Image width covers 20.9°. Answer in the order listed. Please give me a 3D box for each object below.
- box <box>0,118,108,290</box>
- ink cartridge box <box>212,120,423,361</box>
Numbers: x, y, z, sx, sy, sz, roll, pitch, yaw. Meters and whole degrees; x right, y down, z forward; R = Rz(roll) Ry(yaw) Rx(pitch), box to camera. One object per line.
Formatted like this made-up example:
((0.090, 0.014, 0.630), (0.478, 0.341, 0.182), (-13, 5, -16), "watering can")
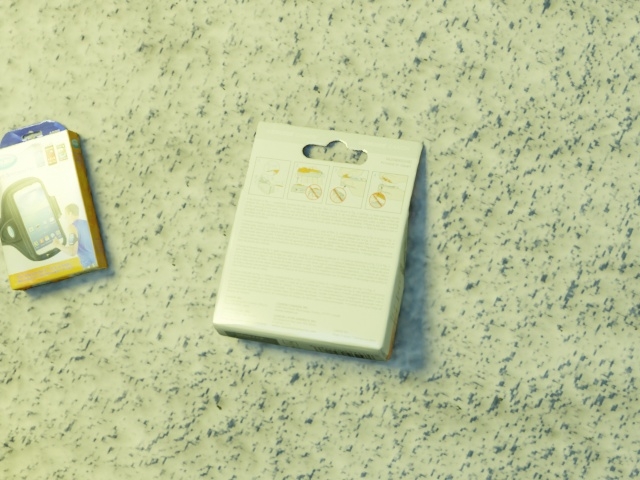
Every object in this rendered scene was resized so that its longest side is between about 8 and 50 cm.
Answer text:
((-0.234, -0.033, 1.464), (0.081, 0.028, 0.136), (-15, 86, 12), "box")
((0.000, 0.000, 1.412), (0.145, 0.045, 0.179), (8, 71, 14), "ink cartridge box")
